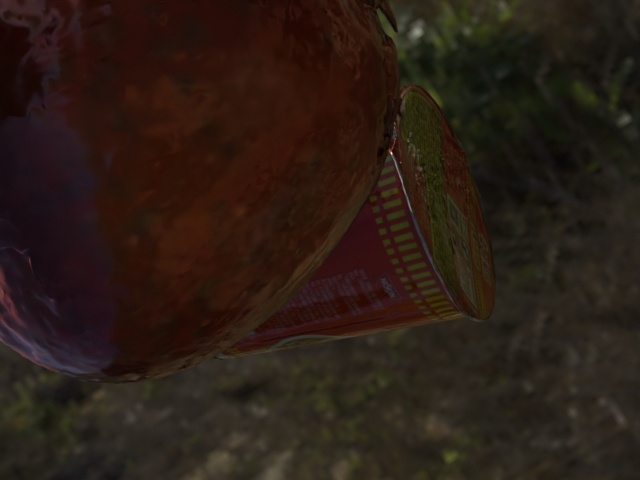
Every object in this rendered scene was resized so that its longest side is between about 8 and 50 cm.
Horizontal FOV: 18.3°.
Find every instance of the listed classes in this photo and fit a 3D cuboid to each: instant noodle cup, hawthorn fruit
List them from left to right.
[{"bbox_3d":[-0.072,-0.085,0.984,0.276,0.307,0.276,60,-176,-7],"label":"hawthorn fruit"},{"bbox_3d":[0.000,0.000,1.497,0.193,0.212,0.193,-17,-90,-71],"label":"instant noodle cup"}]
